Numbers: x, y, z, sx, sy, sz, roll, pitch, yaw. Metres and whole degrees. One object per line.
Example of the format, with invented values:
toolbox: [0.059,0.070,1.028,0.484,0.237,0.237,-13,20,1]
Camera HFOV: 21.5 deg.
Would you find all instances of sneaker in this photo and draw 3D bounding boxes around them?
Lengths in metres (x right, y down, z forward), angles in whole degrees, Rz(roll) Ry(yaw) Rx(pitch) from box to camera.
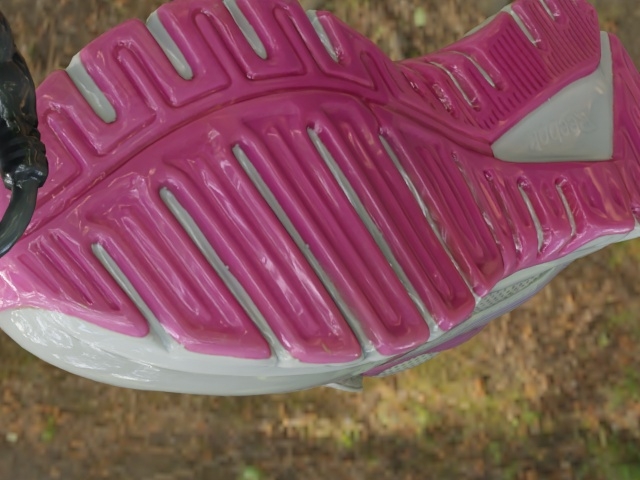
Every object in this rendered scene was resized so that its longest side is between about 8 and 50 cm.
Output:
sneaker: [0.000,0.000,0.474,0.252,0.103,0.111,-8,158,-48]

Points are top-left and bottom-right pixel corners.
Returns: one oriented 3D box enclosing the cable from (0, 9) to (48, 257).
cable: [-0.136,-0.060,0.288,0.150,0.184,0.047,2,134,-47]
